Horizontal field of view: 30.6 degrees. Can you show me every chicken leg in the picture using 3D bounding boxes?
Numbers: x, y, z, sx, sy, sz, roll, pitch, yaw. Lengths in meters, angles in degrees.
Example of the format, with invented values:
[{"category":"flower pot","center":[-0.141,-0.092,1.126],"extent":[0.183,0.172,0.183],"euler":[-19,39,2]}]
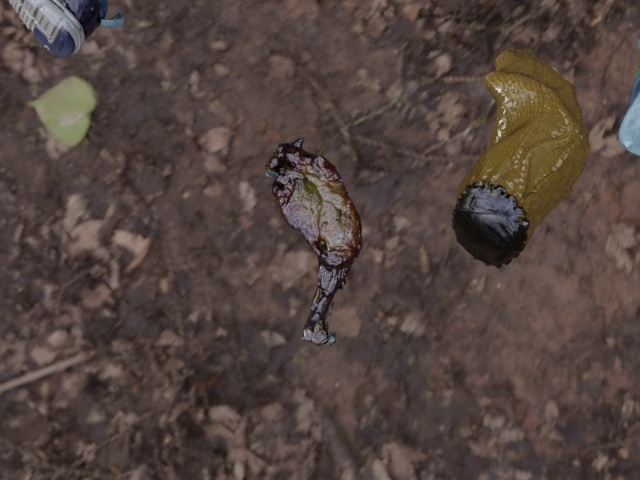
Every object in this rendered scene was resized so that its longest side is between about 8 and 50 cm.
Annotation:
[{"category":"chicken leg","center":[0.000,0.000,1.407],"extent":[0.051,0.106,0.253],"euler":[149,111,-68]}]

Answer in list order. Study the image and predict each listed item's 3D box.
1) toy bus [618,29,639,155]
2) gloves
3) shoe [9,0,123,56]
[{"category":"toy bus","center":[0.416,-0.118,0.942],"extent":[0.312,0.190,0.152],"euler":[22,137,1]},{"category":"gloves","center":[0.275,-0.116,1.556],"extent":[0.155,0.356,0.203],"euler":[14,140,8]},{"category":"shoe","center":[-0.330,-0.323,1.414],"extent":[0.207,0.106,0.091],"euler":[52,151,0]}]
